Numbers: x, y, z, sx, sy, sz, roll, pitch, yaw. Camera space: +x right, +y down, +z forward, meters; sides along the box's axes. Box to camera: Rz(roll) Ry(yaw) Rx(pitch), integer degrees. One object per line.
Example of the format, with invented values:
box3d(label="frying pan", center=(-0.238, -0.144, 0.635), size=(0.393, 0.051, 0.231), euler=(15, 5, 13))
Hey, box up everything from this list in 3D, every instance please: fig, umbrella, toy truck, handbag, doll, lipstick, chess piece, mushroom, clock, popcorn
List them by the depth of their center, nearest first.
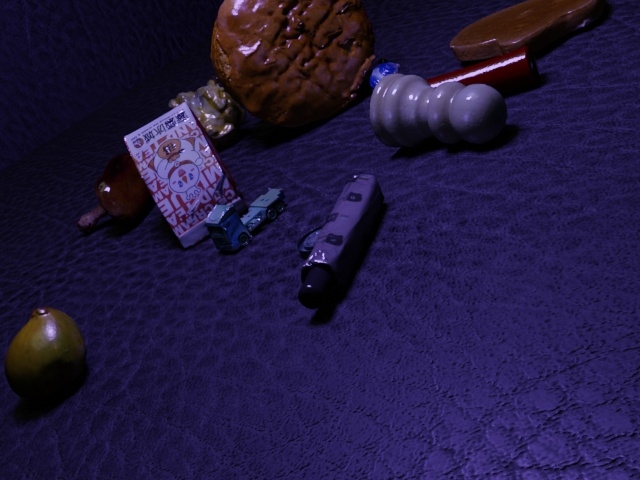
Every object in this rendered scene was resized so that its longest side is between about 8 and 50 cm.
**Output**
box3d(label="umbrella", center=(0.034, -0.003, 1.354), size=(0.067, 0.073, 0.337), euler=(-22, 24, 31))
box3d(label="fig", center=(-0.455, 0.193, 1.409), size=(0.136, 0.120, 0.153), euler=(-14, 50, 15))
box3d(label="clock", center=(0.000, 0.000, 1.448), size=(0.085, 0.017, 0.085), euler=(-22, 24, 10))
box3d(label="chess piece", center=(0.229, -0.235, 1.561), size=(0.251, 0.144, 0.144), euler=(12, 44, 45))
box3d(label="toy truck", center=(-0.140, -0.057, 1.625), size=(0.067, 0.081, 0.175), euler=(5, 40, 47))
box3d(label="lipstick", center=(0.311, -0.315, 1.690), size=(0.241, 0.080, 0.080), euler=(-14, 27, 24))
box3d(label="handbag", center=(-0.275, -0.122, 1.780), size=(0.171, 0.151, 0.298), euler=(-30, 60, 1))
box3d(label="doll", center=(0.152, -0.388, 2.015), size=(0.096, 0.070, 0.195), euler=(-53, 16, 17))
box3d(label="mushroom", center=(-0.507, -0.097, 2.045), size=(0.217, 0.148, 0.227), euler=(-31, 17, 32))
box3d(label="popcorn", center=(-0.288, -0.329, 2.213), size=(0.187, 0.167, 0.185), euler=(-17, 21, 11))

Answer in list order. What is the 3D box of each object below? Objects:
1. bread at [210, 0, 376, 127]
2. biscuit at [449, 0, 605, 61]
box3d(label="bread", center=(-0.066, -0.460, 2.027), size=(0.398, 0.398, 0.215), euler=(-35, 18, -17))
box3d(label="biscuit", center=(0.456, -0.464, 1.866), size=(0.344, 0.057, 0.287), euler=(-17, 26, 20))
